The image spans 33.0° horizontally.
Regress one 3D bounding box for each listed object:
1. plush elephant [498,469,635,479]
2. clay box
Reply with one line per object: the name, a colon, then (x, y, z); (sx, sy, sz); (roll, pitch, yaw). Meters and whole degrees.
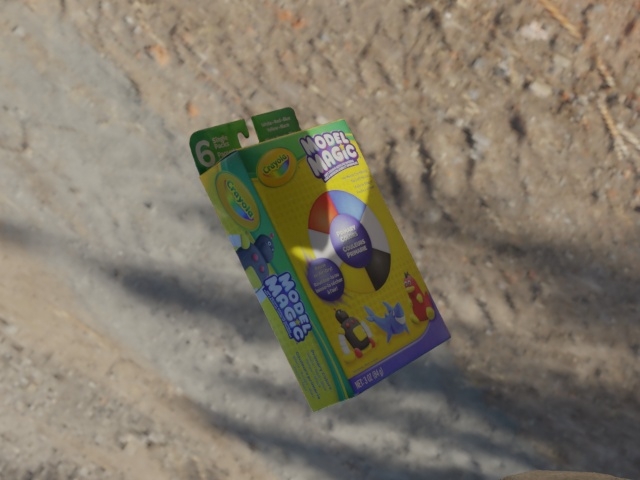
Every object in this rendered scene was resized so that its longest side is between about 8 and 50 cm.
plush elephant: (0.119, 0.200, 0.425); (0.330, 0.272, 0.255); (58, 170, 36)
clay box: (0.000, 0.000, 0.805); (0.053, 0.127, 0.222); (-27, 88, 42)
